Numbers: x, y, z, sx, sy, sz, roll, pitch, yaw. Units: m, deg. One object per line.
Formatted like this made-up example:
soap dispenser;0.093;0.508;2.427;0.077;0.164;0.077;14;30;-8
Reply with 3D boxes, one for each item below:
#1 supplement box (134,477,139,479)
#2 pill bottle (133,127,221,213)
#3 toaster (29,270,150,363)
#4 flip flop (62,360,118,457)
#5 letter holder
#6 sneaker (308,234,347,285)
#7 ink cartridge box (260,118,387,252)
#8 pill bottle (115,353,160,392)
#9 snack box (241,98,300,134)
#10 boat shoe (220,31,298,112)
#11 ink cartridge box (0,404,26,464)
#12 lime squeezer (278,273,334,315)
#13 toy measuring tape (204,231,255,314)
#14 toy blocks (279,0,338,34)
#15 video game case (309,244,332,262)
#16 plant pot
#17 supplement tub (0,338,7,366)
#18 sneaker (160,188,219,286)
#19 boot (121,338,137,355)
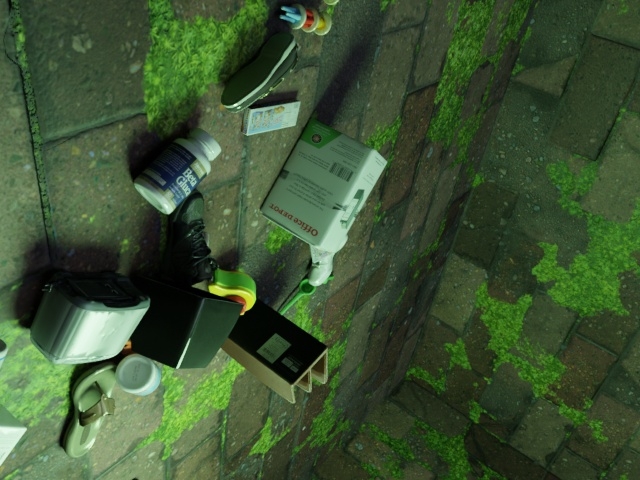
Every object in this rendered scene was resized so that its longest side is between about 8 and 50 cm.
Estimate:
supplement box;-0.593;0.784;1.607;0.239;0.073;0.130;-19;134;-52
pill bottle;-0.279;-0.143;1.155;0.169;0.094;0.094;-51;153;-17
toaster;-0.452;0.148;1.121;0.146;0.129;0.227;-62;156;10
flip flop;-0.513;0.392;1.323;0.112;0.080;0.276;-8;125;-58
letter holder;-0.141;0.329;1.666;0.152;0.302;0.214;-43;150;-31
sneaker;0.005;0.043;1.903;0.094;0.080;0.212;37;77;-53
ink cartridge box;0.006;-0.142;1.536;0.289;0.211;0.122;-60;156;4
pill bottle;-0.422;0.318;1.361;0.087;0.087;0.160;-50;174;-19
snack box;-0.115;-0.293;1.372;0.178;0.022;0.064;-25;139;-49
boat shoe;-0.122;-0.345;1.236;0.227;0.081;0.068;-52;150;-19
ink cartridge box;-0.671;0.402;1.040;0.217;0.092;0.158;-57;154;-9
lime squeezer;-0.037;0.155;1.973;0.310;0.058;0.110;-34;175;-44
toy measuring tape;-0.226;0.095;1.472;0.121;0.121;0.330;-43;150;-30
toy blocks;-0.025;-0.517;1.258;0.148;0.054;0.123;-15;131;-55
video game case;0.000;0.000;1.834;0.087;0.011;0.121;-25;116;-35
plant pot;-0.311;0.187;1.292;0.188;0.188;0.166;30;76;-67
supplement tub;-0.596;0.222;1.007;0.107;0.071;0.071;-62;154;9
sneaker;-0.274;0.005;1.286;0.087;0.130;0.227;-16;129;-58
boot;-0.440;0.231;1.313;0.084;0.059;0.158;-59;156;10
